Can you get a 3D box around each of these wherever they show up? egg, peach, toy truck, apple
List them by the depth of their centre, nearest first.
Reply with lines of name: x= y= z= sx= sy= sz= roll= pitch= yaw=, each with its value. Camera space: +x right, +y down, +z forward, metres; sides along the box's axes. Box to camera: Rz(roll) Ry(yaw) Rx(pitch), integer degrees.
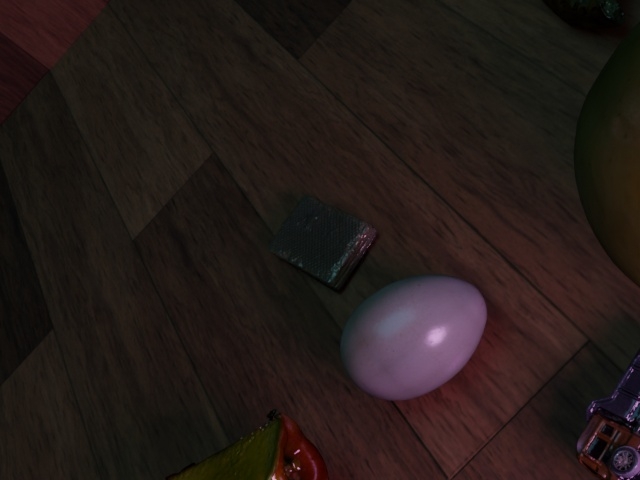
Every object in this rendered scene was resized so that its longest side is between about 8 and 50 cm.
apple: x=0.439 y=-0.078 z=1.053 sx=0.357 sy=0.357 sz=0.357 roll=-27 pitch=44 yaw=29
toy truck: x=0.360 y=0.187 z=1.121 sx=0.192 sy=0.083 sz=0.092 roll=-56 pitch=37 yaw=-7
egg: x=0.124 y=0.125 z=1.363 sx=0.209 sy=0.151 sz=0.151 roll=-30 pitch=41 yaw=13
peach: x=-0.105 y=0.372 z=1.387 sx=0.267 sy=0.159 sz=0.154 roll=-31 pitch=31 yaw=22

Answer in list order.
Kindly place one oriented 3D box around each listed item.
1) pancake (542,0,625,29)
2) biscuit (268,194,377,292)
pancake: x=0.366 y=-0.439 z=1.556 sx=0.377 sy=0.054 sz=0.197 roll=-116 pitch=27 yaw=-43
biscuit: x=0.000 y=0.000 z=1.684 sx=0.121 sy=0.040 sz=0.199 roll=-55 pitch=36 yaw=-7
